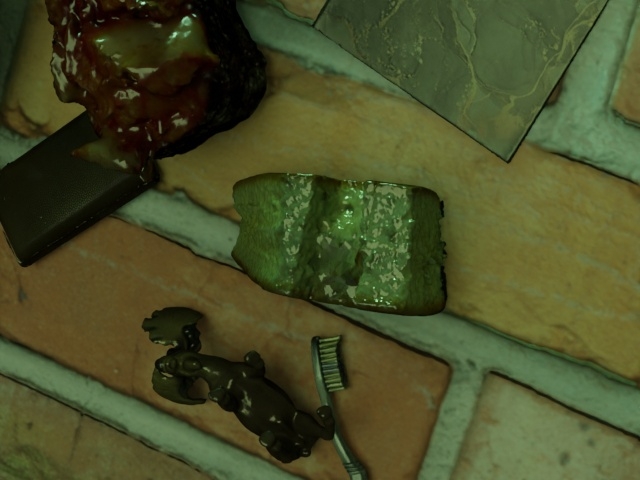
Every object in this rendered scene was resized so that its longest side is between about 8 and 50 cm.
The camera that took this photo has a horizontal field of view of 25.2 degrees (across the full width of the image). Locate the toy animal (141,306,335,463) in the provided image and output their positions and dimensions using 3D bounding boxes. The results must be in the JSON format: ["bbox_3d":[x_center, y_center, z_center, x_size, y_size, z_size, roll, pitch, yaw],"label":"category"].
[{"bbox_3d":[-0.095,0.151,1.446,0.214,0.186,0.093,41,80,-7],"label":"toy animal"}]

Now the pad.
[{"bbox_3d":[0.173,-0.292,1.341,0.248,0.007,0.367,36,108,17],"label":"pad"}]

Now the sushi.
[{"bbox_3d":[-0.189,-0.223,1.417,0.196,0.182,0.343,-22,83,31],"label":"sushi"}]

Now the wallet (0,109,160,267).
[{"bbox_3d":[-0.271,-0.063,1.546,0.198,0.031,0.110,-31,81,24],"label":"wallet"}]

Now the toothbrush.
[{"bbox_3d":[0.044,0.277,1.437,0.037,0.028,0.375,-13,89,17],"label":"toothbrush"}]

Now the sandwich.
[{"bbox_3d":[0.000,0.000,1.381,0.236,0.128,0.122,6,89,23],"label":"sandwich"}]
